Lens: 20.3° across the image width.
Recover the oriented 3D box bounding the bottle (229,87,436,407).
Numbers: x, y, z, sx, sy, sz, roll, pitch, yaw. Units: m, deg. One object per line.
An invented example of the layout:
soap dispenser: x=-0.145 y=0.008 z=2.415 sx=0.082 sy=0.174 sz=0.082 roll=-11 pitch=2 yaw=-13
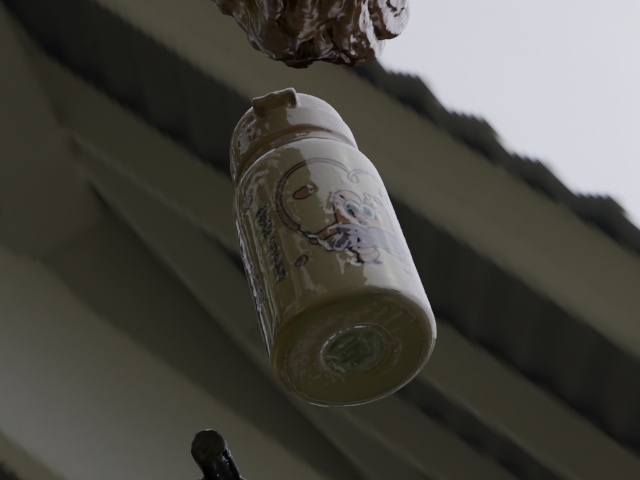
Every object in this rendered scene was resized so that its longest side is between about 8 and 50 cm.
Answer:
bottle: x=0.000 y=0.000 z=1.079 sx=0.097 sy=0.209 sz=0.110 roll=-17 pitch=-47 yaw=0

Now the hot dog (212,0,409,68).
hot dog: x=-0.028 y=-0.187 z=0.849 sx=0.196 sy=0.122 sz=0.272 roll=46 pitch=-10 yaw=15

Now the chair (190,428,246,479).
chair: x=-0.007 y=0.194 z=0.655 sx=0.141 sy=0.154 sz=0.260 roll=30 pitch=-18 yaw=19
